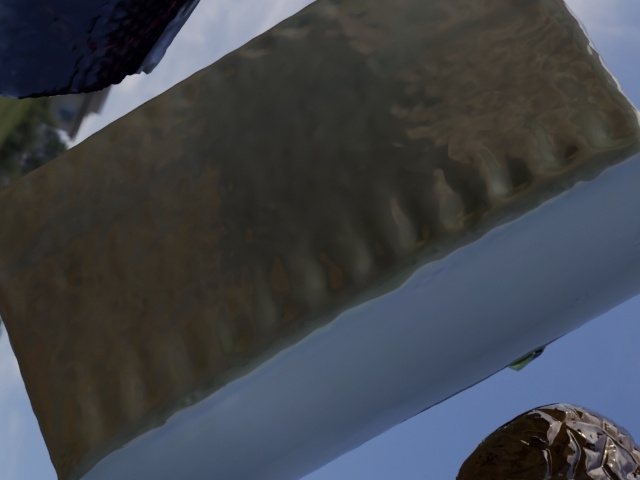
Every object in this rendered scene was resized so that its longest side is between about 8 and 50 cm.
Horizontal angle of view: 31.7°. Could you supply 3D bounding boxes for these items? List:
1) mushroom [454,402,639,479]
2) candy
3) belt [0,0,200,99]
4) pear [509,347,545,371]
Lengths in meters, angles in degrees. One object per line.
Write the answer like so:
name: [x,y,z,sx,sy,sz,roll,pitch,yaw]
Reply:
mushroom: [0.256,0.287,1.158,0.153,0.253,0.253,128,-29,-51]
candy: [0.000,-0.001,0.626,0.358,0.145,0.208,-31,-128,5]
belt: [-0.106,-0.189,0.476,0.164,0.184,0.289,-60,-170,30]
pear: [0.225,0.066,1.718,0.164,0.255,0.238,49,-55,59]
